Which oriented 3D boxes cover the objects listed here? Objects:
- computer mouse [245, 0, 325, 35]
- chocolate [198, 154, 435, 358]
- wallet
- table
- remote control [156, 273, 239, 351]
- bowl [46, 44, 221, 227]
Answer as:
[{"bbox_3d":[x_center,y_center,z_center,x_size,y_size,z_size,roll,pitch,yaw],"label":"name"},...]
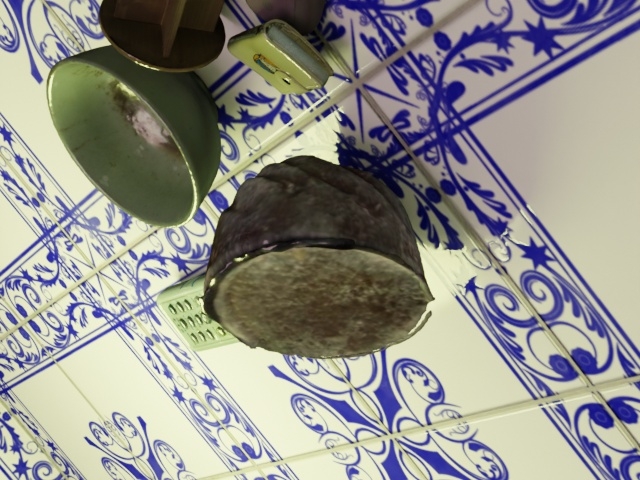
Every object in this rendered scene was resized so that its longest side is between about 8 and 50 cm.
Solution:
[{"bbox_3d":[-0.045,-0.336,1.489,0.120,0.057,0.232,33,154,18],"label":"computer mouse"},{"bbox_3d":[0.000,0.000,1.655,0.303,0.213,0.303,0,147,0],"label":"chocolate"},{"bbox_3d":[-0.049,-0.229,1.584,0.110,0.039,0.155,40,169,-18],"label":"wallet"},{"bbox_3d":[-0.171,-0.346,1.559,0.167,0.167,0.227,40,138,12],"label":"table"},{"bbox_3d":[-0.157,0.108,2.096,0.128,0.065,0.335,57,147,-10],"label":"remote control"},{"bbox_3d":[-0.242,-0.172,1.819,0.289,0.146,0.289,29,144,24],"label":"bowl"}]
